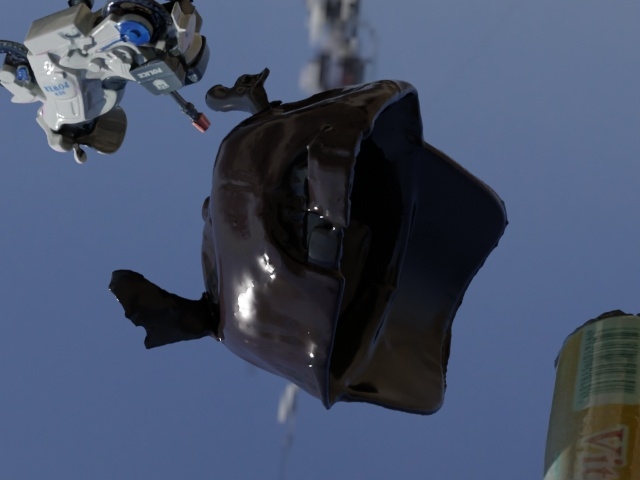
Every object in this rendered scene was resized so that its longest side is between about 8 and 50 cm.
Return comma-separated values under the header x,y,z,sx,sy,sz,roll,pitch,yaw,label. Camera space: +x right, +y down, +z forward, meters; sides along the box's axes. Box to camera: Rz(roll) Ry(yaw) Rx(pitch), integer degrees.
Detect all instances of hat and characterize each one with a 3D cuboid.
x,y,z,sx,sy,sz,roll,pitch,yaw,label
-0.012,0.002,1.451,0.209,0.238,0.336,12,168,28,hat

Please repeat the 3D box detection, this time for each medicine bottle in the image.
x,y,z,sx,sy,sz,roll,pitch,yaw,label
0.155,0.194,1.028,0.108,0.108,0.426,9,-146,8,medicine bottle

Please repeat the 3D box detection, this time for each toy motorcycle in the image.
x,y,z,sx,sy,sz,roll,pitch,yaw,label
-0.190,-0.149,1.728,0.221,0.150,0.102,-15,-138,33,toy motorcycle
